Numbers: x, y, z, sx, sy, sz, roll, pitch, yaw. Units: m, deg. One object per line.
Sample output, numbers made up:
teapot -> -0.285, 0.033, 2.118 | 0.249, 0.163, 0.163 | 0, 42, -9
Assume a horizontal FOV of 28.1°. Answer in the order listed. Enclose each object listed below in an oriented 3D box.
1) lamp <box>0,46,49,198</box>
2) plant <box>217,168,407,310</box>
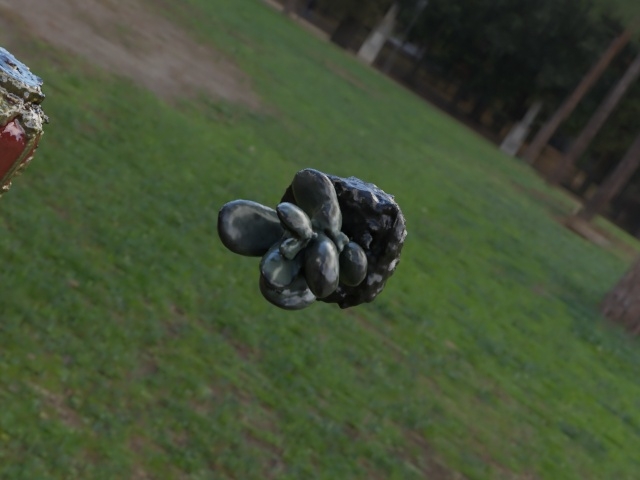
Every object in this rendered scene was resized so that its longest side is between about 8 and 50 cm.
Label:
lamp -> -0.428, -0.096, 1.426 | 0.177, 0.274, 0.177 | 41, 8, -7
plant -> 0.002, 0.000, 1.337 | 0.146, 0.149, 0.274 | 13, 7, 19
